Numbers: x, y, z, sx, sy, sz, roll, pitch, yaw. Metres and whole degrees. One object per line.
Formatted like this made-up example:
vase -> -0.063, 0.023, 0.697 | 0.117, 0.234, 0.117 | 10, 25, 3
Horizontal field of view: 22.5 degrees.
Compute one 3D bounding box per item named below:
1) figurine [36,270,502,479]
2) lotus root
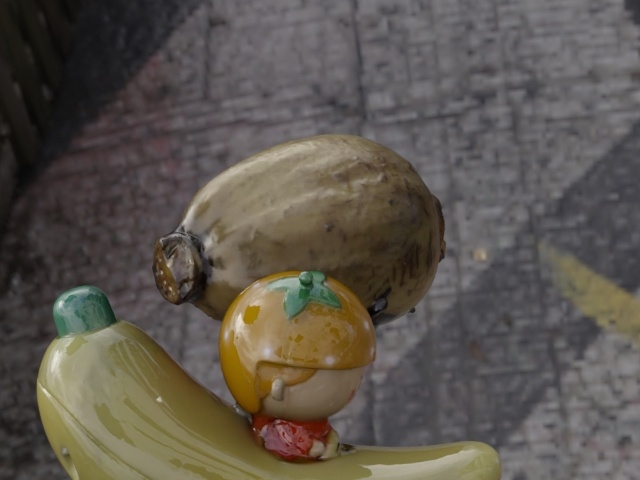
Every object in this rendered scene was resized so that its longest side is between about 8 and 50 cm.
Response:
figurine -> -0.035, 0.123, 1.103 | 0.324, 0.222, 0.124 | 9, 7, 5
lotus root -> 0.000, 0.000, 1.231 | 0.257, 0.140, 0.154 | -13, 67, -29
